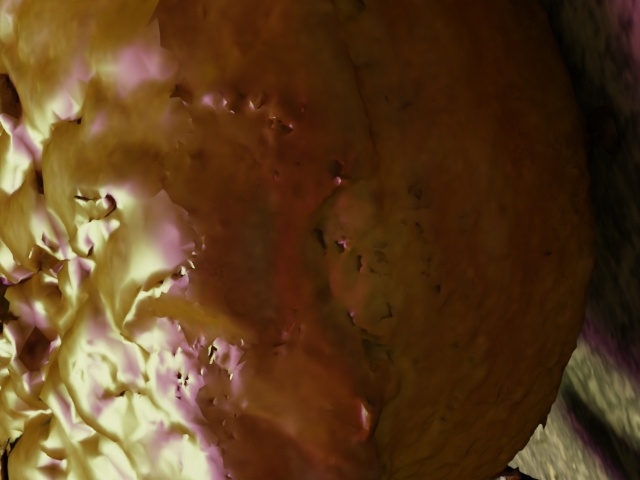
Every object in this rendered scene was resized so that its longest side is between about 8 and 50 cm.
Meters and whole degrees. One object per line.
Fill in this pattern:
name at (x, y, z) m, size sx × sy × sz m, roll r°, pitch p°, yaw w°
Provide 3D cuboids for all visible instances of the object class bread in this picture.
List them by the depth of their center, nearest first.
bread at (-0.066, -0.025, 0.831) m, size 0.398 × 0.215 × 0.398 m, roll 23°, pitch 119°, yaw 51°

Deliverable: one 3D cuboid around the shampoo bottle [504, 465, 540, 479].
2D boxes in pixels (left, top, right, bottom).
shampoo bottle at (0.073, 0.159, 0.910) m, size 0.309 × 0.098 × 0.071 m, roll 21°, pitch 140°, yaw 45°
